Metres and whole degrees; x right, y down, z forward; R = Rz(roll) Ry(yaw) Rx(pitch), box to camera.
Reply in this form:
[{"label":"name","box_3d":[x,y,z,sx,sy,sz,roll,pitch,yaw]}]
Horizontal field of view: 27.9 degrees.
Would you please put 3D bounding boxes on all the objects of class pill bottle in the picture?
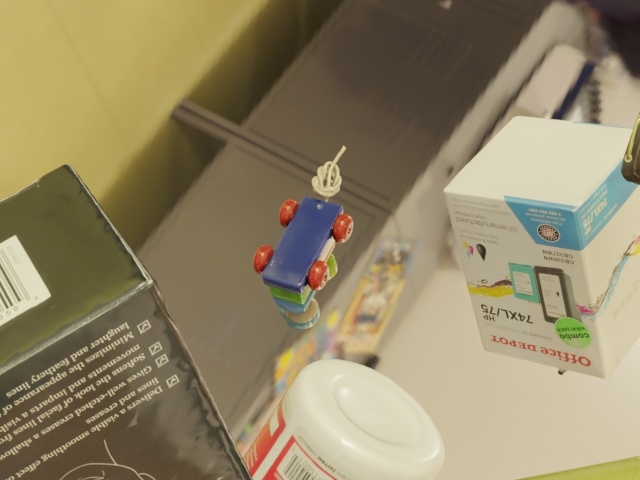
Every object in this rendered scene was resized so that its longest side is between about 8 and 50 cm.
[{"label":"pill bottle","box_3d":[-0.025,0.381,1.773,0.229,0.229,0.408,-14,140,-59]}]

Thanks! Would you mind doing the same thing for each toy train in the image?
[{"label":"toy train","box_3d":[0.000,0.000,1.867,0.143,0.105,0.248,80,31,-52]}]

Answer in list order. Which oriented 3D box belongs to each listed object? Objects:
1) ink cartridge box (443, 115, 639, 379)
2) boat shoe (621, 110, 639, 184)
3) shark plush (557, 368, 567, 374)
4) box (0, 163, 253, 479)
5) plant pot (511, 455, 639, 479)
[{"label":"ink cartridge box","box_3d":[0.319,0.006,1.705,0.197,0.198,0.270,-44,129,-36]},{"label":"boat shoe","box_3d":[0.356,-0.157,1.266,0.081,0.068,0.228,40,66,-50]},{"label":"shark plush","box_3d":[0.412,0.143,2.067,0.067,0.073,0.161,-22,152,-37]},{"label":"box","box_3d":[-0.266,0.179,1.257,0.293,0.212,0.395,-30,136,-12]},{"label":"plant pot","box_3d":[0.278,0.366,1.445,0.254,0.276,0.276,-19,151,3]}]
